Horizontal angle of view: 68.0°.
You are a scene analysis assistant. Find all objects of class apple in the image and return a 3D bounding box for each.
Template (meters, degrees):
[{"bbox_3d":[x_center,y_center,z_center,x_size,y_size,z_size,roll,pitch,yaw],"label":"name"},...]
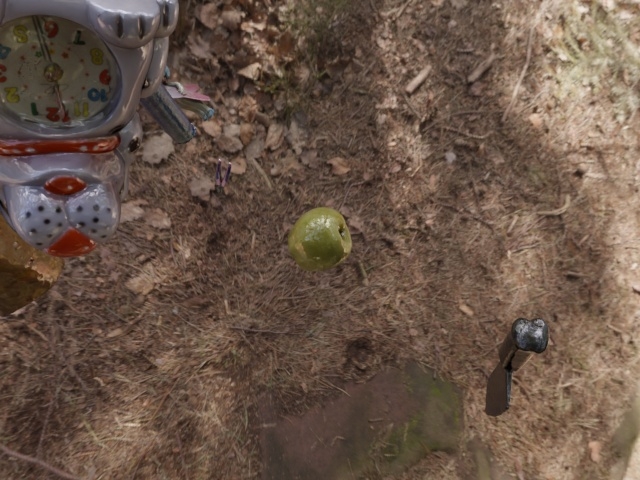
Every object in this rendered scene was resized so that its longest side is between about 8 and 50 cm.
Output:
[{"bbox_3d":[0.000,0.000,1.387,0.200,0.200,0.199,2,79,-9],"label":"apple"}]

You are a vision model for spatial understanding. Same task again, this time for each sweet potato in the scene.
[{"bbox_3d":[-0.465,-0.020,0.543,0.131,0.336,0.131,-8,59,14],"label":"sweet potato"}]

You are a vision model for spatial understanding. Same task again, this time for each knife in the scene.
[{"bbox_3d":[0.178,0.139,0.461,0.029,0.230,0.059,7,62,13],"label":"knife"}]

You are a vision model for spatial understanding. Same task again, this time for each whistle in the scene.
[{"bbox_3d":[-0.322,-0.277,0.929,0.062,0.304,0.062,-1,78,4],"label":"whistle"}]

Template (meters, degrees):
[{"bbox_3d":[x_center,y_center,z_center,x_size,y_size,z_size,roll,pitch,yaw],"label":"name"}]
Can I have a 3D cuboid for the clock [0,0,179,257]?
[{"bbox_3d":[-0.225,-0.096,0.394,0.189,0.253,0.188,11,33,-7],"label":"clock"}]

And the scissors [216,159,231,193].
[{"bbox_3d":[-0.273,-0.174,1.317,0.039,0.113,0.012,18,42,-6],"label":"scissors"}]

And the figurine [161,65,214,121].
[{"bbox_3d":[-0.443,-0.450,1.423,0.260,0.205,0.102,30,83,-30],"label":"figurine"}]
